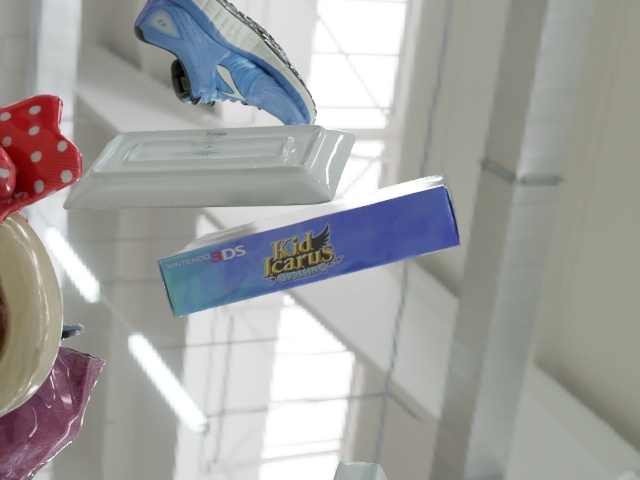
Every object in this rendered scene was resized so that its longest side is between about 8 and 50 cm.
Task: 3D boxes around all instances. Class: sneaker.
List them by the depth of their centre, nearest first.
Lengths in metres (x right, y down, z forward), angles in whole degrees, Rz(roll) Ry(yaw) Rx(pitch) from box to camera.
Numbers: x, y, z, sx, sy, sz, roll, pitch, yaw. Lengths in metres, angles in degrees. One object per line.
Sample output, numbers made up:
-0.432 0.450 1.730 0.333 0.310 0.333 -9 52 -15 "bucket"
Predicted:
-0.137 -0.249 1.861 0.147 0.330 0.130 -43 -144 12 "sneaker"

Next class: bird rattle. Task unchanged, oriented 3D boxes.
-0.252 0.022 0.896 0.207 0.253 0.143 62 13 3 "bird rattle"

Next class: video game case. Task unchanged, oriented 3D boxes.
0.000 0.000 1.264 0.244 0.269 0.061 -40 116 -82 "video game case"

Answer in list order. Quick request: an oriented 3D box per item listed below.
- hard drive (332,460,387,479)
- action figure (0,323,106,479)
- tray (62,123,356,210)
0.004 0.315 0.795 0.307 0.040 0.203 -71 159 -54 "hard drive"
-0.346 0.261 1.355 0.248 0.276 0.370 -6 -107 32 "action figure"
-0.108 -0.078 1.282 0.145 0.270 0.030 -69 154 -58 "tray"
